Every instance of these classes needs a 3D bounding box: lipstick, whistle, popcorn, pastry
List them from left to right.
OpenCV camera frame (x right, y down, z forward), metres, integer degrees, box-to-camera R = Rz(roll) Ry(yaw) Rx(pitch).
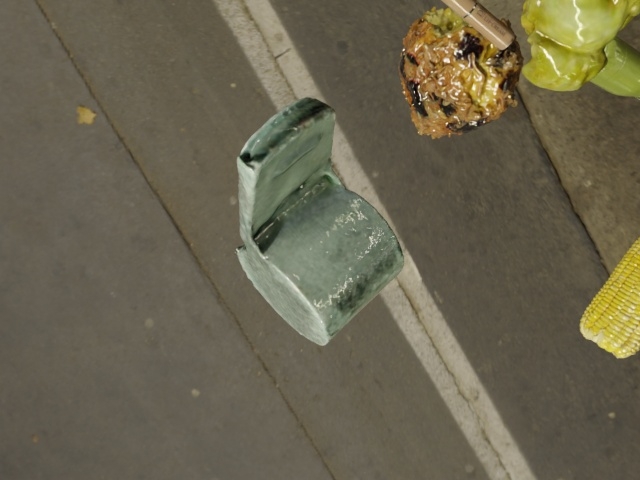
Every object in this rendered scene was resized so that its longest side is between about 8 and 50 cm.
[{"bbox_3d":[-0.023,-0.021,0.873,0.168,0.188,0.404,-42,132,-20],"label":"whistle"},{"bbox_3d":[0.365,-0.442,1.692,0.293,0.405,0.337,-12,121,-14],"label":"pastry"},{"bbox_3d":[0.126,-0.197,0.529,0.094,0.019,0.019,31,111,-20],"label":"lipstick"},{"bbox_3d":[0.435,-0.409,1.034,0.174,0.225,0.285,17,130,1],"label":"popcorn"}]

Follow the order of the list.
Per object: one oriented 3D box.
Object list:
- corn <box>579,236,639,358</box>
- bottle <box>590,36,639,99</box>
[{"bbox_3d":[0.363,0.053,0.705,0.063,0.085,0.165,31,96,3],"label":"corn"},{"bbox_3d":[0.734,-0.412,1.516,0.260,0.112,0.112,14,115,-33],"label":"bottle"}]
